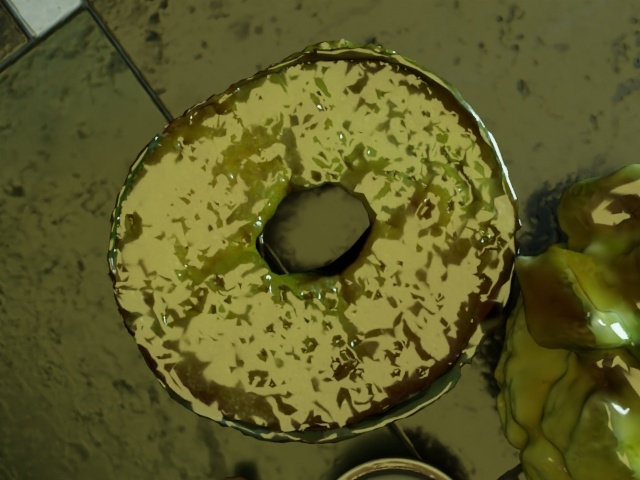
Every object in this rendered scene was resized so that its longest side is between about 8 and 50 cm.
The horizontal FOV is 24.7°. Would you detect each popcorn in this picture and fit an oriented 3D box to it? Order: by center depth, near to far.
[{"bbox_3d":[0.234,0.069,0.912,0.270,0.224,0.258,-2,108,-26],"label":"popcorn"}]

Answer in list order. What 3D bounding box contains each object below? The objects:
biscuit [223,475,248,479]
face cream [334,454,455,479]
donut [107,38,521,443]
[{"bbox_3d":[-0.053,0.256,0.984,0.027,0.133,0.184,-12,91,17],"label":"biscuit"},{"bbox_3d":[0.051,0.203,0.991,0.117,0.104,0.117,0,90,4],"label":"face cream"},{"bbox_3d":[0.000,0.000,0.988,0.272,0.107,0.272,0,93,3],"label":"donut"}]
